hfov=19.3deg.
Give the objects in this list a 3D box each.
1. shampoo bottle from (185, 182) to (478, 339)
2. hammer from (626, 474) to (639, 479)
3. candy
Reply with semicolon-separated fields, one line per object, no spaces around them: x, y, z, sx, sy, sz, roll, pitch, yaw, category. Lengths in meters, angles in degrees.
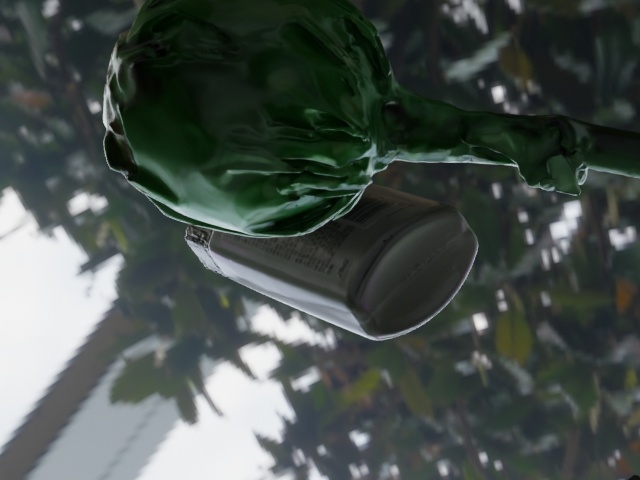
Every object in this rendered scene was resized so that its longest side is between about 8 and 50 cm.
0.000;0.000;1.097;0.086;0.056;0.227;-42;-155;-16;shampoo bottle
0.165;0.213;1.315;0.178;0.021;0.065;-35;-87;-8;hammer
0.087;-0.030;0.634;0.323;0.097;0.097;8;-125;1;candy
